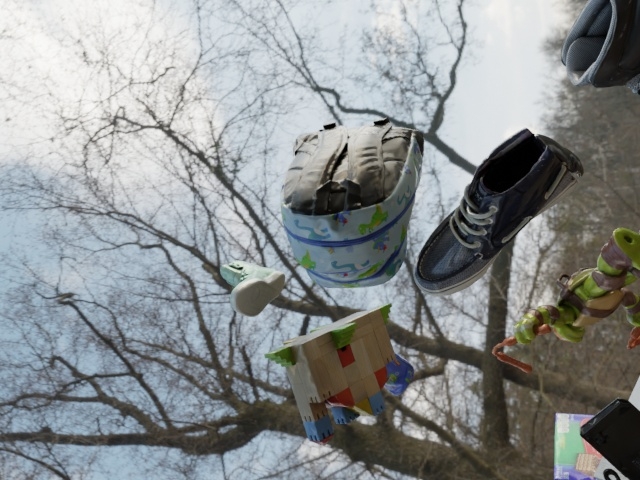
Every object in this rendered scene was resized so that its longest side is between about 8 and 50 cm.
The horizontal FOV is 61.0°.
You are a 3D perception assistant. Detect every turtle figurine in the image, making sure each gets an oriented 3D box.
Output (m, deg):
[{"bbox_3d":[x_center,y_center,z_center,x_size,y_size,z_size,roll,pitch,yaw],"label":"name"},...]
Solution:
[{"bbox_3d":[0.346,0.062,0.656,0.269,0.217,0.087,-3,-129,-17],"label":"turtle figurine"}]

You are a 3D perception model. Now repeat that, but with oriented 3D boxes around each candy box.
[{"bbox_3d":[0.685,0.504,1.186,0.268,0.316,0.122,-34,-63,-62],"label":"candy box"}]

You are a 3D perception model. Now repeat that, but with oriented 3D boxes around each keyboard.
[{"bbox_3d":[0.435,0.306,0.736,0.180,0.108,0.023,43,-167,5],"label":"keyboard"}]

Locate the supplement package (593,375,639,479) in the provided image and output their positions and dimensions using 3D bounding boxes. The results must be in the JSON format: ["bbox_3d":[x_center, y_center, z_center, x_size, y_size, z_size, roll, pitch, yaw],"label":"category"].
[{"bbox_3d":[0.623,0.318,0.895,0.293,0.177,0.175,-59,-13,-11],"label":"supplement package"}]

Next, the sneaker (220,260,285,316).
[{"bbox_3d":[-0.200,0.114,1.344,0.256,0.151,0.094,-21,-56,-72],"label":"sneaker"}]

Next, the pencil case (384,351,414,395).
[{"bbox_3d":[0.186,0.395,1.855,0.306,0.133,0.119,40,-146,-10],"label":"pencil case"}]

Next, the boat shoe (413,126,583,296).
[{"bbox_3d":[0.257,-0.043,0.892,0.158,0.340,0.127,17,-149,-51],"label":"boat shoe"}]

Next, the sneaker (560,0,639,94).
[{"bbox_3d":[0.320,-0.153,0.521,0.101,0.153,0.269,-90,-19,-59],"label":"sneaker"}]

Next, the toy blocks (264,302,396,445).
[{"bbox_3d":[0.068,0.344,1.391,0.381,0.190,0.261,-17,-92,-42],"label":"toy blocks"}]

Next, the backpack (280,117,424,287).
[{"bbox_3d":[0.059,-0.076,1.035,0.355,0.289,0.274,-69,-23,-70],"label":"backpack"}]
